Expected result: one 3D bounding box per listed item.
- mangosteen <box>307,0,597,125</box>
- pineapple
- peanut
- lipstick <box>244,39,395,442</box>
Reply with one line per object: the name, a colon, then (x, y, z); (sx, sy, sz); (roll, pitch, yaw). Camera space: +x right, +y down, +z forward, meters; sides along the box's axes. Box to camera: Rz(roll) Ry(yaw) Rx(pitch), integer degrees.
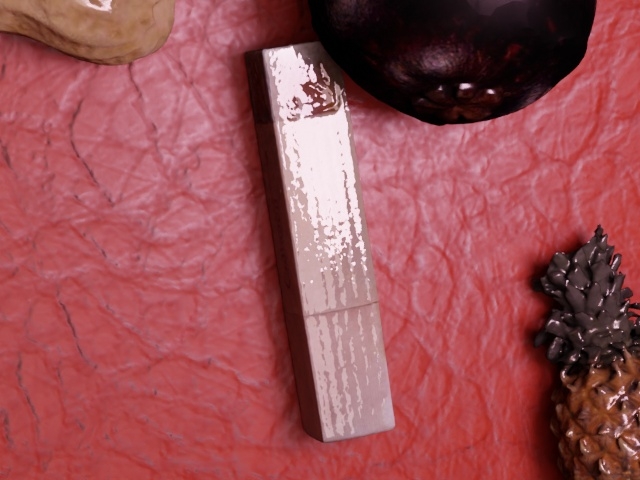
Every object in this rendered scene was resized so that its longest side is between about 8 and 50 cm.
mangosteen: (0.113, -0.246, 1.797); (0.287, 0.287, 0.233); (30, 122, -15)
pineapple: (0.279, 0.128, 1.919); (0.157, 0.158, 0.279); (-18, 86, -13)
peanut: (-0.249, -0.228, 1.755); (0.256, 0.123, 0.124); (13, 91, -18)
lipstick: (0.000, 0.000, 1.862); (0.079, 0.076, 0.371); (-10, 96, -16)
